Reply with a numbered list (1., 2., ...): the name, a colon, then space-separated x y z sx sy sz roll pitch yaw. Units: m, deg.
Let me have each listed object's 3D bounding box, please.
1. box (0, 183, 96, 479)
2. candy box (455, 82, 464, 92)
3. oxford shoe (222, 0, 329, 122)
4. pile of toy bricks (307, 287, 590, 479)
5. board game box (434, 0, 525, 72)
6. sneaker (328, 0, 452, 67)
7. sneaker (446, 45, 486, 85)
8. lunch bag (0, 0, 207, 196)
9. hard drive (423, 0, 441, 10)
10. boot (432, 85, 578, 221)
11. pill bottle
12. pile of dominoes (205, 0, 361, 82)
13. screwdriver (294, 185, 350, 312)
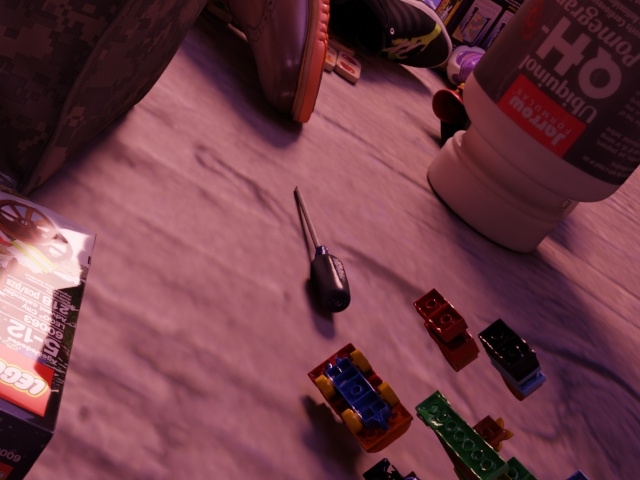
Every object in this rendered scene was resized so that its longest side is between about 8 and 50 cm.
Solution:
1. box: -0.214 -0.002 0.489 0.233 0.044 0.159 28 24 -19
2. candy box: 0.255 -0.134 1.436 0.206 0.027 0.105 9 37 -47
3. oxford shoe: -0.075 -0.251 1.069 0.133 0.130 0.363 -3 53 -15
4. pile of toy bricks: 0.088 0.130 0.622 0.212 0.118 0.105 49 -8 47
5. board game box: 0.222 -0.261 1.481 0.170 0.141 0.048 23 21 -30
6. sneaker: 0.059 -0.232 1.290 0.235 0.084 0.097 27 48 -40
7. sneaker: 0.240 -0.197 1.448 0.170 0.068 0.071 1 20 -21
8. lunch bag: -0.130 -0.203 0.682 0.169 0.287 0.235 35 24 -5
9. hard drive: 0.246 -0.263 1.651 0.319 0.040 0.210 24 26 -28
10. boot: 0.209 -0.145 1.280 0.176 0.088 0.244 30 38 -9
11. pill bottle: 0.242 -0.148 1.066 0.176 0.318 0.176 30 23 -14
12. pile of dominoes: -0.055 -0.260 1.216 0.251 0.040 0.196 21 28 -33
13. screwdriver: 0.000 0.000 0.824 0.025 0.024 0.170 1 29 -7
